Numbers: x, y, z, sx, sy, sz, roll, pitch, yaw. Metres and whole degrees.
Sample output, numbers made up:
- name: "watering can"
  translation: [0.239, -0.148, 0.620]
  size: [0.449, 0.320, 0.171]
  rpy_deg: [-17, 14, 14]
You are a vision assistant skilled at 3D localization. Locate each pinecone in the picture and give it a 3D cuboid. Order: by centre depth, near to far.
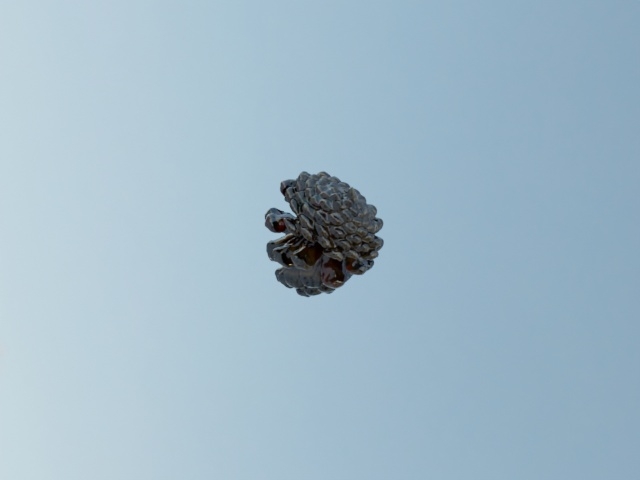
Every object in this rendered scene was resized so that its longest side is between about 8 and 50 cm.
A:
- name: "pinecone"
  translation: [0.004, 0.000, 0.882]
  size: [0.102, 0.102, 0.109]
  rpy_deg: [53, -21, 30]
